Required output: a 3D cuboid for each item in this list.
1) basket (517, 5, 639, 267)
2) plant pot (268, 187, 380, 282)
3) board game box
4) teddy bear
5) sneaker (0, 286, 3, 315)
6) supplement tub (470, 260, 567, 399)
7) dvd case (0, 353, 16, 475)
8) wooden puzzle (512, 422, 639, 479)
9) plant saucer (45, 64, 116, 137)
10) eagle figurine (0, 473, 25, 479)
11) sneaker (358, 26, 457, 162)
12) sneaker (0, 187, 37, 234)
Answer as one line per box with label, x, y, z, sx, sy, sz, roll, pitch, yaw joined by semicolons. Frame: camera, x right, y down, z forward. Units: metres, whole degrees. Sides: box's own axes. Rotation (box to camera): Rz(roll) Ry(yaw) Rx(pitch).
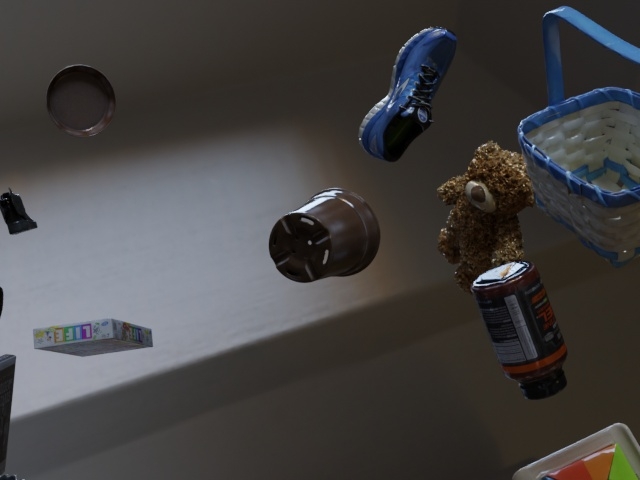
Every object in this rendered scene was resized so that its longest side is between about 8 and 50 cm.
basket;0.375;-0.136;1.375;0.254;0.201;0.288;50;-18;45
plant pot;0.000;0.000;1.893;0.167;0.165;0.166;5;-78;24
board game box;-0.292;0.127;1.385;0.154;0.104;0.026;43;40;-76
teddy bear;0.301;-0.032;2.056;0.338;0.113;0.245;127;-45;-64
sneaker;-0.754;0.148;2.117;0.281;0.163;0.106;-59;160;-70
supplement tub;0.306;0.137;1.602;0.106;0.106;0.197;3;-62;66
dvd case;-0.630;0.347;2.063;0.179;0.030;0.238;173;-77;-85
wooden puzzle;0.486;0.457;1.855;0.220;0.239;0.044;63;-16;19
plant saucer;-0.562;-0.325;2.493;0.029;0.169;0.168;8;-68;59
eagle figurine;-0.497;0.548;1.672;0.225;0.298;0.226;26;-21;36
sneaker;0.215;-0.313;2.359;0.330;0.130;0.147;-62;-149;15
sneaker;-0.611;-0.059;2.138;0.170;0.051;0.089;-164;-125;-83
